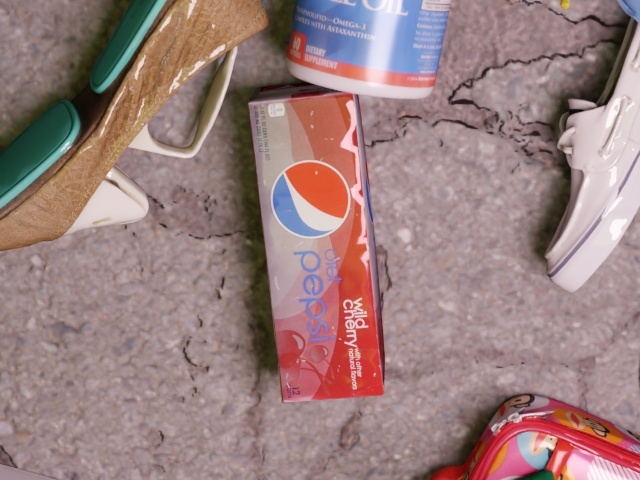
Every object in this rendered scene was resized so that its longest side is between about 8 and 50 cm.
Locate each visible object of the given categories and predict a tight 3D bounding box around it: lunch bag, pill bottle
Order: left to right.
[{"bbox_3d":[0.048,-0.231,1.174,0.124,0.124,0.221,9,104,0],"label":"pill bottle"},{"bbox_3d":[0.188,0.288,1.308,0.258,0.120,0.293,24,102,0],"label":"lunch bag"}]

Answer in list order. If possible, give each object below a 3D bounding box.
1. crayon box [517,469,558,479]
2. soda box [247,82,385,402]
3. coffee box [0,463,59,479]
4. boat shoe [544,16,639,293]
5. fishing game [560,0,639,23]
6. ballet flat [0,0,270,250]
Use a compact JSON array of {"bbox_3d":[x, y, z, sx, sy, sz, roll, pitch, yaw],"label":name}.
[{"bbox_3d":[0.211,0.339,1.169,0.081,0.165,0.278,-26,97,9],"label":"crayon box"},{"bbox_3d":[0.000,0.000,1.253,0.092,0.083,0.263,-5,104,4],"label":"soda box"},{"bbox_3d":[-0.365,0.381,1.232,0.338,0.334,0.338,16,102,-1],"label":"coffee box"},{"bbox_3d":[0.240,-0.089,1.219,0.088,0.096,0.267,27,102,-1],"label":"boat shoe"},{"bbox_3d":[0.318,-0.205,1.172,0.264,0.189,0.041,4,148,-1],"label":"fishing game"},{"bbox_3d":[-0.166,-0.093,1.236,0.124,0.116,0.342,37,99,-27],"label":"ballet flat"}]
